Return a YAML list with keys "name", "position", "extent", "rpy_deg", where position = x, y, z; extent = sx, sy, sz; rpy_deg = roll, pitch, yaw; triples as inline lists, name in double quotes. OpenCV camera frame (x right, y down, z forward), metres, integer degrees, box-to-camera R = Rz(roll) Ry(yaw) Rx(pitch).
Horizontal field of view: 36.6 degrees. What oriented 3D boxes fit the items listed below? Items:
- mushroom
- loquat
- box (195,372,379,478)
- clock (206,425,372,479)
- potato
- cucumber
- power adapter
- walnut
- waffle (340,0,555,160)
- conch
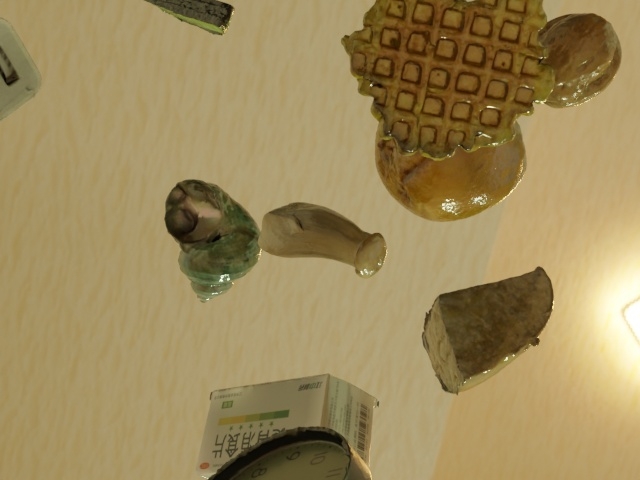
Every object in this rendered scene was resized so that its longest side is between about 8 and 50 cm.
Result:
- name: "mushroom"
  position: [0.001, -0.009, 1.745]
  extent: [0.246, 0.108, 0.096]
  rpy_deg: [15, 150, 25]
- name: "loquat"
  position: [0.244, -0.174, 1.806]
  extent: [0.283, 0.276, 0.276]
  rpy_deg: [-15, -159, -16]
- name: "box"
  position: [-0.062, 0.365, 1.795]
  extent: [0.332, 0.173, 0.145]
  rpy_deg: [-14, 146, 39]
- name: "clock"
  position: [-0.075, 0.380, 1.332]
  extent: [0.312, 0.061, 0.313]
  rpy_deg: [-29, -161, 11]
- name: "potato"
  position: [0.356, 0.203, 1.970]
  extent: [0.264, 0.189, 0.211]
  rpy_deg: [-16, -123, -6]
- name: "cucumber"
  position: [-0.188, -0.354, 1.509]
  extent: [0.220, 0.046, 0.070]
  rpy_deg: [29, 176, 42]
- name: "power adapter"
  position: [-0.528, -0.252, 1.419]
  extent: [0.204, 0.130, 0.125]
  rpy_deg: [14, -130, 42]
- name: "walnut"
  position: [0.407, -0.295, 1.572]
  extent: [0.149, 0.166, 0.166]
  rpy_deg: [46, -158, 16]
- name: "waffle"
  position: [0.190, -0.265, 1.418]
  extent: [0.300, 0.282, 0.058]
  rpy_deg: [-13, -170, 1]
- name: "conch"
  position: [-0.235, 0.007, 2.113]
  extent: [0.220, 0.277, 0.195]
  rpy_deg: [4, -162, -5]
